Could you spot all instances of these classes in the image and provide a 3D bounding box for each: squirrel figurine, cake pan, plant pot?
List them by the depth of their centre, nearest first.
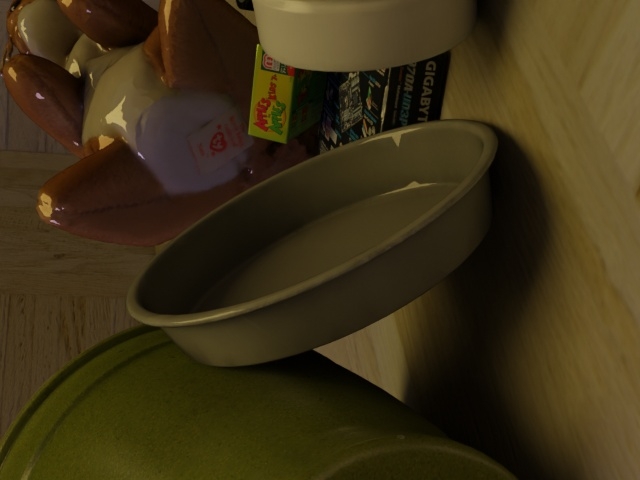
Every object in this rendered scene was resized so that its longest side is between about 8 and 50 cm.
[{"bbox_3d":[-0.025,0.237,0.730,0.353,0.367,0.366,-7,81,64],"label":"plant pot"},{"bbox_3d":[0.000,0.000,0.781,0.054,0.293,0.293,64,174,-17],"label":"cake pan"},{"bbox_3d":[-0.192,-0.166,1.269,0.370,0.397,0.281,35,102,46],"label":"squirrel figurine"}]

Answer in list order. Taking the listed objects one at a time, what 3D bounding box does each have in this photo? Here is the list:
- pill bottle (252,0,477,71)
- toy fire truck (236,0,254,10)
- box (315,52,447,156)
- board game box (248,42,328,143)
[{"bbox_3d":[0.016,-0.317,0.740,0.204,0.204,0.361,-112,12,-59],"label":"pill bottle"},{"bbox_3d":[-0.010,-0.360,1.123,0.246,0.159,0.217,-8,79,64],"label":"toy fire truck"},{"bbox_3d":[0.049,-0.116,1.001,0.220,0.051,0.175,-119,34,-65],"label":"box"},{"bbox_3d":[-0.015,-0.170,1.097,0.181,0.043,0.092,-44,-35,-61],"label":"board game box"}]
